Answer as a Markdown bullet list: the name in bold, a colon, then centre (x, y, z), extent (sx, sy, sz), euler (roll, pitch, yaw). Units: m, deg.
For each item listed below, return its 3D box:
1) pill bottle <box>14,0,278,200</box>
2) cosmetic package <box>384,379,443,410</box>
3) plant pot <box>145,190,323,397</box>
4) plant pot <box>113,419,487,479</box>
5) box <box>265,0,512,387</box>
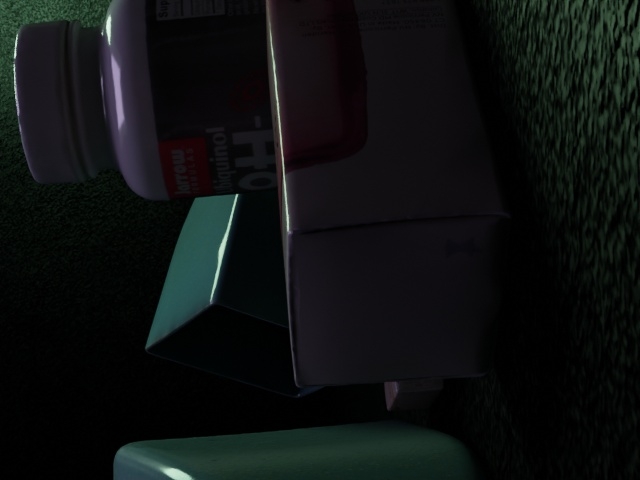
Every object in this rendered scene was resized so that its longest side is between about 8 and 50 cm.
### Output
- **pill bottle**: centre (-0.076, -0.125, 1.039), extent (0.176, 0.318, 0.176), euler (174, 90, -88)
- **cosmetic package**: centre (0.078, 0.110, 1.106), extent (0.115, 0.041, 0.060), euler (93, 172, -73)
- **plant pot**: centre (-0.039, -0.001, 1.198), extent (0.165, 0.166, 0.234), euler (-34, 42, 55)
- **plant pot**: centre (0.006, 0.255, 0.874), extent (0.252, 0.248, 0.247), euler (158, 109, -71)
- **box**: centre (0.035, -0.043, 0.819), extent (0.148, 0.127, 0.232), euler (88, 177, -46)
